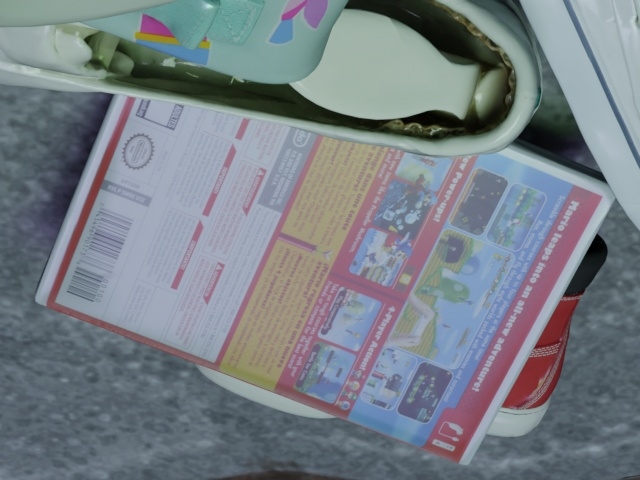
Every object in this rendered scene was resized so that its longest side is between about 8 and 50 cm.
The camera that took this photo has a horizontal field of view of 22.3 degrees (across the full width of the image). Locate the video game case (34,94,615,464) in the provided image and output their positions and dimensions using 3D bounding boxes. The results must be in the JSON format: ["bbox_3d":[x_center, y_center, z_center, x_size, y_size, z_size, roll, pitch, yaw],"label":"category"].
[{"bbox_3d":[0.000,0.000,0.949,0.285,0.025,0.204,22,112,-8],"label":"video game case"}]

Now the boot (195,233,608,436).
[{"bbox_3d":[0.047,0.027,1.015,0.244,0.088,0.176,7,127,-10],"label":"boot"}]

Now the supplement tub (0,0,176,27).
[{"bbox_3d":[-0.068,-0.246,0.497,0.228,0.228,0.316,-17,89,15],"label":"supplement tub"}]

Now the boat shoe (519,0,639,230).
[{"bbox_3d":[0.182,-0.091,0.888,0.084,0.095,0.258,-19,133,21],"label":"boat shoe"}]

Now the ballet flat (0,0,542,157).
[{"bbox_3d":[-0.071,-0.121,0.808,0.400,0.139,0.139,13,133,-10],"label":"ballet flat"}]

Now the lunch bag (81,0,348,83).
[{"bbox_3d":[-0.096,-0.188,0.695,0.279,0.224,0.108,17,132,-16],"label":"lunch bag"}]
